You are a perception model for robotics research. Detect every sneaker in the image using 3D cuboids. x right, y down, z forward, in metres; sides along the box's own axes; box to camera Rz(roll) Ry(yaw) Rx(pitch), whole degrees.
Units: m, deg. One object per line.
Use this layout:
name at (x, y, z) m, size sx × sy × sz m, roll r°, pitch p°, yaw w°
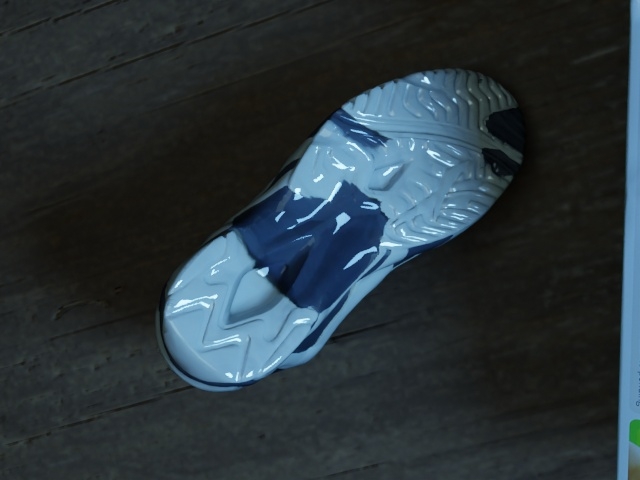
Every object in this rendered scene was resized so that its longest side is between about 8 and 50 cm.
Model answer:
sneaker at (0.000, 0.000, 0.865) m, size 0.094 × 0.153 × 0.235 m, roll 46°, pitch 71°, yaw -4°

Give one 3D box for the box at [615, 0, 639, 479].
box at (0.257, 0.005, 0.691) m, size 0.231 × 0.127 × 0.262 m, roll 8°, pitch 117°, yaw 21°
